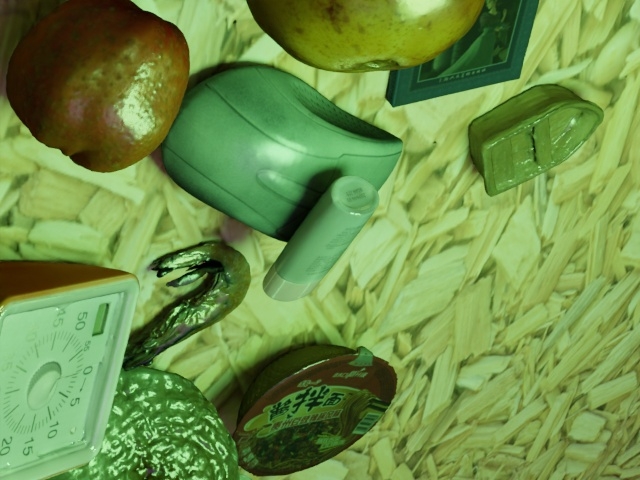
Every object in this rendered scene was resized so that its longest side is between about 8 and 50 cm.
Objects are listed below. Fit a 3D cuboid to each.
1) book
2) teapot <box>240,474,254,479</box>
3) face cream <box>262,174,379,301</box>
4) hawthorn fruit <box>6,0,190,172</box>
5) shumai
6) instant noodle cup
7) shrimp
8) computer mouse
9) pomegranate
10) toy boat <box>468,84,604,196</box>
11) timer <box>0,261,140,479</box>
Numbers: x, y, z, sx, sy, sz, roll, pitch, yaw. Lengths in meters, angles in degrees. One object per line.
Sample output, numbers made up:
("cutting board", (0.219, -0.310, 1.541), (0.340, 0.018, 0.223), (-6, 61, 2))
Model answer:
("book", (0.184, -0.286, 1.710), (0.191, 0.025, 0.269), (-15, 140, -22))
("teapot", (-0.138, 0.404, 2.230), (0.083, 0.064, 0.064), (17, 118, -9))
("face cream", (0.000, 0.000, 1.693), (0.084, 0.057, 0.198), (-17, 157, -38))
("hawthorn fruit", (-0.219, -0.162, 1.433), (0.189, 0.189, 0.189), (-20, 141, -17))
("shumai", (-0.291, 0.342, 1.977), (0.309, 0.304, 0.263), (-10, 172, -30))
("instant noodle cup", (-0.024, 0.229, 2.082), (0.274, 0.091, 0.274), (-20, 142, -17))
("shrimp", (-0.188, 0.085, 1.835), (0.219, 0.046, 0.152), (-37, 144, -1))
("computer mouse", (-0.030, -0.084, 1.710), (0.188, 0.122, 0.371), (-48, 144, 20))
("pomegranate", (0.041, -0.294, 1.421), (0.264, 0.264, 0.264), (-20, 141, -17))
("toy boat", (0.290, -0.148, 1.915), (0.188, 0.061, 0.116), (-26, 141, -9))
("timer", (-0.342, 0.154, 1.666), (0.250, 0.161, 0.257), (0, 111, -45))
